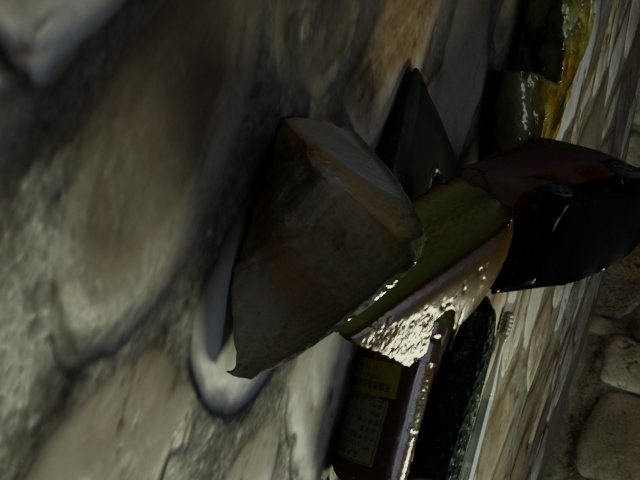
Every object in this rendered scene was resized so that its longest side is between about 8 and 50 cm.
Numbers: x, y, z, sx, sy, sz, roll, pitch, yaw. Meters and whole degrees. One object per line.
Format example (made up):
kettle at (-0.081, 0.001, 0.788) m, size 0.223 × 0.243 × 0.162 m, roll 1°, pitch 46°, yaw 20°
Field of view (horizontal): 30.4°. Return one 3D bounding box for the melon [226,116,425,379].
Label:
melon at (0.005, 0.002, 0.780) m, size 0.093 × 0.140 × 0.202 m, roll 38°, pitch 68°, yaw -47°

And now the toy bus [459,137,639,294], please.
toy bus at (0.261, -0.034, 1.355) m, size 0.303 × 0.147 × 0.127 m, roll -18°, pitch 130°, yaw -50°

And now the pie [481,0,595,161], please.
pie at (0.285, -0.189, 1.549) m, size 0.337 × 0.075 × 0.337 m, roll 17°, pitch 90°, yaw -72°

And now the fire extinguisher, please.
fire extinguisher at (0.071, 0.193, 1.127) m, size 0.075 × 0.106 × 0.252 m, roll 155°, pitch -51°, yaw -87°

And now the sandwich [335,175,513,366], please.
sandwich at (0.074, 0.036, 0.982) m, size 0.244 × 0.090 × 0.088 m, roll -32°, pitch 141°, yaw -41°

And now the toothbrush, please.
toothbrush at (0.274, 0.283, 1.968) m, size 0.030 × 0.025 × 0.342 m, roll 30°, pitch 75°, yaw -67°

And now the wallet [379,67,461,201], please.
wallet at (0.095, -0.038, 1.130) m, size 0.245 × 0.052 × 0.168 m, roll 62°, pitch 42°, yaw -62°

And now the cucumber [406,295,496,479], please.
cucumber at (0.182, 0.201, 1.553) m, size 0.067 × 0.068 × 0.293 m, roll 79°, pitch 28°, yaw -54°
